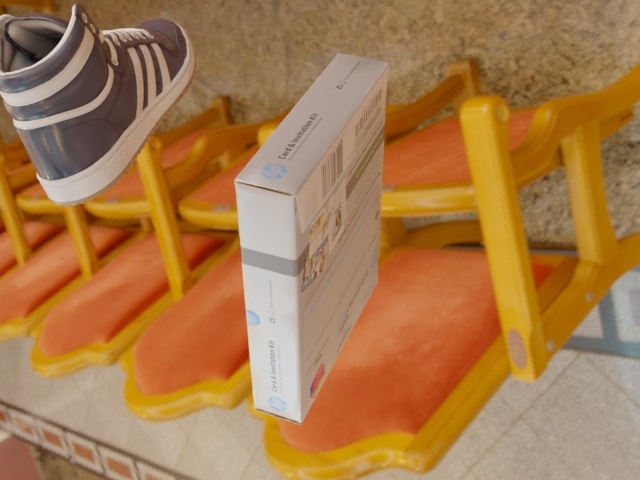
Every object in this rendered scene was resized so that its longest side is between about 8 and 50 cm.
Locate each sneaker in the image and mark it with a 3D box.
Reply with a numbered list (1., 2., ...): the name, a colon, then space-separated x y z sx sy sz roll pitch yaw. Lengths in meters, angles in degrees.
1. sneaker: -0.208 -0.177 0.804 0.099 0.282 0.153 -5 130 20

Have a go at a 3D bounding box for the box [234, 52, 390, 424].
1. box: 0.000 0.000 0.531 0.038 0.145 0.186 14 134 18
